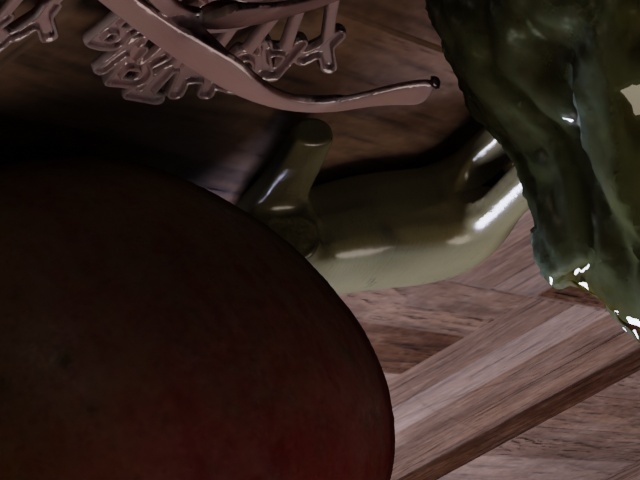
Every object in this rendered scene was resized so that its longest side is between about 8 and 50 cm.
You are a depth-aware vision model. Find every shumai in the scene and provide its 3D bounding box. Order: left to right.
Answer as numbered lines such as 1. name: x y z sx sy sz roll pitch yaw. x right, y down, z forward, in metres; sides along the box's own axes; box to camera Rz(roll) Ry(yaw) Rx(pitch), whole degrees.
1. shumai: 0.151 -0.047 0.882 0.189 0.218 0.256 -19 148 32

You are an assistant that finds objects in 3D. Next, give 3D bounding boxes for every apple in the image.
1. apple: -0.140 0.099 0.992 0.345 0.269 0.345 -31 172 -5

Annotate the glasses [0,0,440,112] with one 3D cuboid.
1. glasses: -0.059 -0.087 0.827 0.162 0.095 0.255 -26 158 37

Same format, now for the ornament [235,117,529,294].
1. ornament: 0.000 0.000 1.135 0.230 0.061 0.245 -9 157 -23
